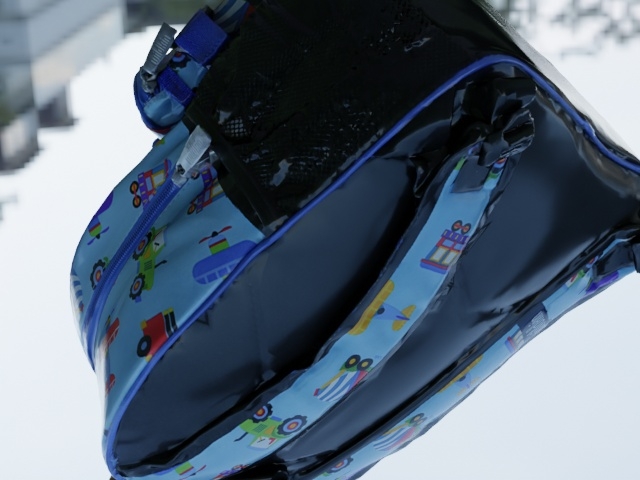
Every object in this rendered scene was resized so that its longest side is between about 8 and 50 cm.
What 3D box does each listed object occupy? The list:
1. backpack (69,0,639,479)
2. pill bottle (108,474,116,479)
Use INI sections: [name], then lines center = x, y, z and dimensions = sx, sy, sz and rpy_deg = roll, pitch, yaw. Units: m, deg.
[backpack]
center = 0.000, 0.000, 0.539
dimensions = 0.117, 0.173, 0.158
rpy_deg = 53, -166, 30
[pill bottle]
center = -0.094, 0.180, 1.325
dimensions = 0.121, 0.216, 0.121
rpy_deg = 21, 163, 7
